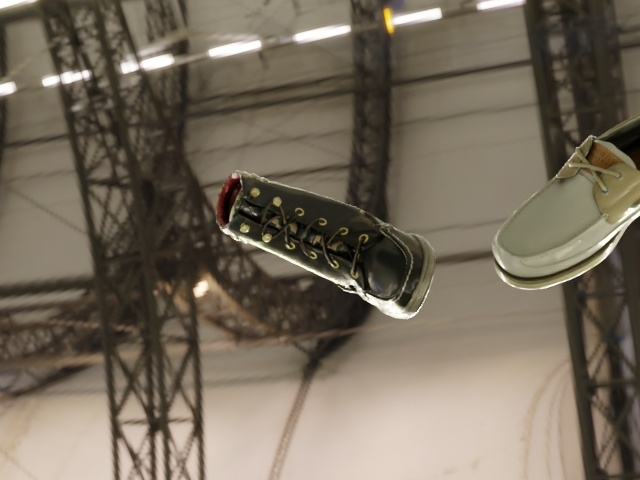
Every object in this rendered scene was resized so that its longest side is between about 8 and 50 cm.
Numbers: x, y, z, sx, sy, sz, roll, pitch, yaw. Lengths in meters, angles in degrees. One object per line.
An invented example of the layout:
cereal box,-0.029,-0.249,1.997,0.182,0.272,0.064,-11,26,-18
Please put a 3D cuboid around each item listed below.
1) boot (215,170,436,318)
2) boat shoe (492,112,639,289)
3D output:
boot,-0.001,0.001,1.148,0.179,0.085,0.236,19,-173,-20
boat shoe,0.306,-0.065,1.260,0.302,0.103,0.113,-35,-129,-17
